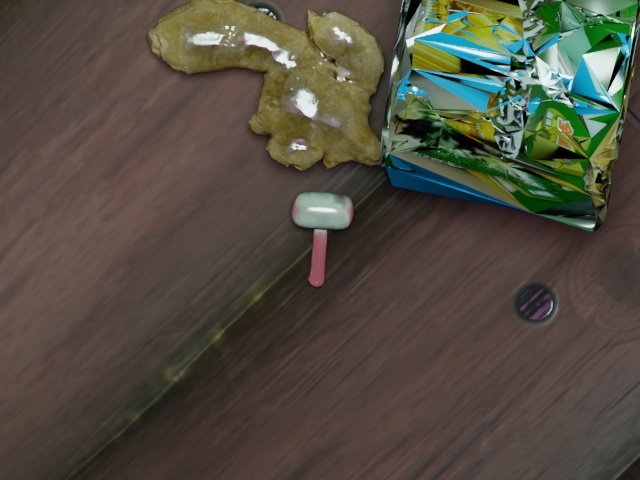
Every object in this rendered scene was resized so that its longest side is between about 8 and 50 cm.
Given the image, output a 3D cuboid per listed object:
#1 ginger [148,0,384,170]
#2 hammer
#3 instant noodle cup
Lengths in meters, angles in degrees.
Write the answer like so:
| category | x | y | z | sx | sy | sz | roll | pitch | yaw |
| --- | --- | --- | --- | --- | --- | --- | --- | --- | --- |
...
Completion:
| category | x | y | z | sx | sy | sz | roll | pitch | yaw |
| --- | --- | --- | --- | --- | --- | --- | --- | --- | --- |
| ginger | -0.039 | -0.128 | 1.558 | 0.214 | 0.059 | 0.133 | 8 | 97 | -4 |
| hammer | 0.000 | 0.000 | 1.600 | 0.052 | 0.031 | 0.083 | 5 | 108 | 2 |
| instant noodle cup | 0.151 | -0.130 | 1.487 | 0.178 | 0.240 | 0.240 | 10 | 101 | 7 |
